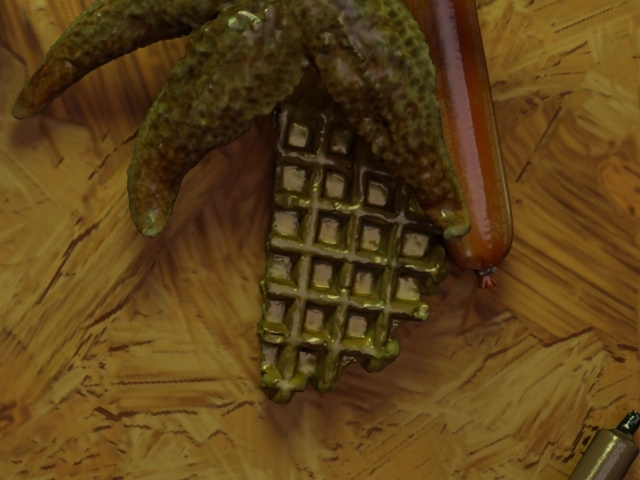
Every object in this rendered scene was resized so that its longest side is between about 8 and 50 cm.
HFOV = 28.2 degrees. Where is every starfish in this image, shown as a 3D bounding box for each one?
[{"bbox_3d":[-0.011,-0.154,0.774,0.375,0.094,0.327,-6,87,4],"label":"starfish"}]

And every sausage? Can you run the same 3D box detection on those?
[{"bbox_3d":[0.080,-0.138,0.845,0.053,0.053,0.348,-12,95,-12],"label":"sausage"}]

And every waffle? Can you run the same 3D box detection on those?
[{"bbox_3d":[0.000,0.000,0.838,0.160,0.046,0.192,-28,95,-1],"label":"waffle"}]

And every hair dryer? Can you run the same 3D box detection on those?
[{"bbox_3d":[0.169,0.190,0.886,0.117,0.064,0.182,37,77,-11],"label":"hair dryer"}]
